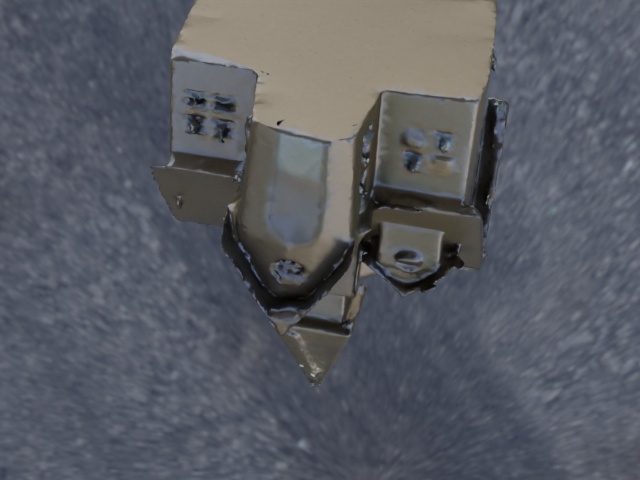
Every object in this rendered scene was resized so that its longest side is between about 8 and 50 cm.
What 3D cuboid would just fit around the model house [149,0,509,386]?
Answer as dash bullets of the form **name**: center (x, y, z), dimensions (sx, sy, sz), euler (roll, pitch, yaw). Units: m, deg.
- **model house**: center (0.000, 0.000, 0.952), dimensions (0.181, 0.248, 0.176), euler (9, 38, 9)
